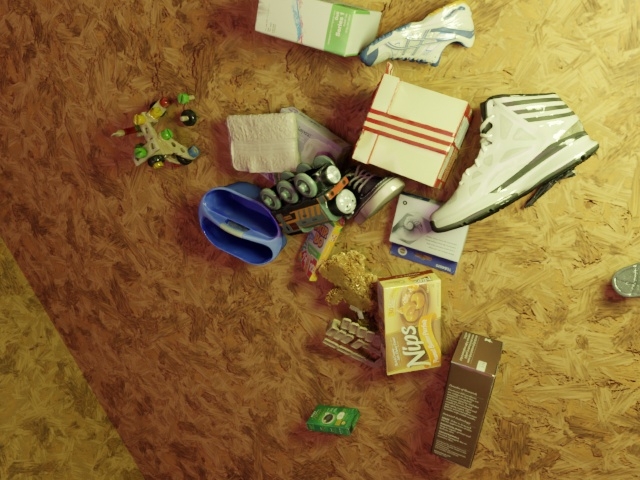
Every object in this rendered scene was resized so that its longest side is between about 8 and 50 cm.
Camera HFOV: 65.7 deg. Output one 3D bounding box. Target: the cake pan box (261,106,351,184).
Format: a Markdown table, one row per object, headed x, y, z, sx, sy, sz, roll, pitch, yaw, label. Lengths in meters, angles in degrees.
| x | y | z | sx | sy | sz | roll | pitch | yaw | label |
| --- | --- | --- | --- | --- | --- | --- | --- | --- | --- |
| -0.058 | -0.259 | 1.578 | 0.267 | 0.070 | 0.245 | 39 | 122 | 19 | cake pan box |

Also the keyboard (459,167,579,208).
| x | y | z | sx | sy | sz | roll | pitch | yaw | label |
| --- | --- | --- | --- | --- | --- | --- | --- | --- | --- |
| 0.546 | -0.191 | 1.332 | 0.201 | 0.033 | 0.317 | 48 | 125 | 10 | keyboard |

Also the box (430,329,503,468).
| x | y | z | sx | sy | sz | roll | pitch | yaw | label |
| --- | --- | --- | --- | --- | --- | --- | --- | --- | --- |
| 0.462 | 0.503 | 1.573 | 0.143 | 0.191 | 0.381 | 17 | 117 | 21 | box |

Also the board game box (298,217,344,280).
| x | y | z | sx | sy | sz | roll | pitch | yaw | label |
| --- | --- | --- | --- | --- | --- | --- | --- | --- | --- |
| 0.000 | 0.000 | 1.654 | 0.259 | 0.039 | 0.124 | -62 | 36 | 30 | board game box |

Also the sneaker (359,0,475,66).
| x | y | z | sx | sy | sz | roll | pitch | yaw | label |
| --- | --- | --- | --- | --- | --- | --- | --- | --- | --- |
| 0.251 | -0.500 | 1.284 | 0.297 | 0.112 | 0.130 | -18 | 108 | 20 | sneaker |

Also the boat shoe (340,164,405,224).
| x | y | z | sx | sy | sz | roll | pitch | yaw | label |
| --- | --- | --- | --- | --- | --- | --- | --- | --- | --- |
| 0.123 | -0.153 | 1.424 | 0.158 | 0.127 | 0.340 | 54 | 165 | 3 | boat shoe |

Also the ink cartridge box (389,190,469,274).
| x | y | z | sx | sy | sz | roll | pitch | yaw | label |
| --- | --- | --- | --- | --- | --- | --- | --- | --- | --- |
| 0.326 | -0.016 | 1.511 | 0.224 | 0.045 | 0.223 | 17 | 118 | 20 | ink cartridge box |

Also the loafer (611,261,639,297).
| x | y | z | sx | sy | sz | roll | pitch | yaw | label |
| --- | --- | --- | --- | --- | --- | --- | --- | --- | --- |
| 0.899 | 0.078 | 1.241 | 0.303 | 0.095 | 0.108 | -17 | 72 | 27 | loafer |

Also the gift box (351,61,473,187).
| x | y | z | sx | sy | sz | roll | pitch | yaw | label |
| --- | --- | --- | --- | --- | --- | --- | --- | --- | --- |
| 0.231 | -0.290 | 1.288 | 0.258 | 0.276 | 0.255 | 24 | 97 | 18 | gift box |

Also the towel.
| x | y | z | sx | sy | sz | roll | pitch | yaw | label |
| --- | --- | --- | --- | --- | --- | --- | --- | --- | --- |
| -0.187 | -0.311 | 1.580 | 0.282 | 0.049 | 0.187 | 6 | 110 | 34 | towel |

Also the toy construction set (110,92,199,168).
| x | y | z | sx | sy | sz | roll | pitch | yaw | label |
| --- | --- | --- | --- | --- | --- | --- | --- | --- | --- |
| -0.609 | -0.363 | 1.736 | 0.309 | 0.237 | 0.257 | 3 | 112 | 27 | toy construction set |

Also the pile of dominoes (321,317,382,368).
| x | y | z | sx | sy | sz | roll | pitch | yaw | label |
| --- | --- | --- | --- | --- | --- | --- | --- | --- | --- |
| 0.142 | 0.346 | 1.718 | 0.251 | 0.040 | 0.196 | 28 | 138 | -12 | pile of dominoes |

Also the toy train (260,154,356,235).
| x | y | z | sx | sy | sz | roll | pitch | yaw | label |
| --- | --- | --- | --- | --- | --- | --- | --- | --- | --- |
| -0.036 | -0.122 | 1.456 | 0.334 | 0.142 | 0.190 | -13 | 118 | 51 | toy train |

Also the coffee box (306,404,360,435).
| x | y | z | sx | sy | sz | roll | pitch | yaw | label |
| --- | --- | --- | --- | --- | --- | --- | --- | --- | --- |
| 0.049 | 0.692 | 1.917 | 0.184 | 0.113 | 0.040 | -5 | 111 | 28 | coffee box |

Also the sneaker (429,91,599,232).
| x | y | z | sx | sy | sz | roll | pitch | yaw | label |
| --- | --- | --- | --- | --- | --- | --- | --- | --- | --- |
| 0.442 | -0.215 | 1.297 | 0.448 | 0.169 | 0.257 | -33 | 78 | 27 | sneaker |

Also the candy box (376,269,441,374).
| x | y | z | sx | sy | sz | roll | pitch | yaw | label |
| --- | --- | --- | --- | --- | --- | --- | --- | --- | --- |
| 0.283 | 0.263 | 1.578 | 0.183 | 0.087 | 0.316 | -7 | 111 | -6 | candy box |

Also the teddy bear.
| x | y | z | sx | sy | sz | roll | pitch | yaw | label |
| --- | --- | --- | --- | --- | --- | --- | --- | --- | --- |
| 0.137 | 0.177 | 1.669 | 0.338 | 0.113 | 0.245 | 44 | 131 | -5 | teddy bear |

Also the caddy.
| x | y | z | sx | sy | sz | roll | pitch | yaw | label |
| --- | --- | --- | --- | --- | --- | --- | --- | --- | --- |
| -0.263 | -0.060 | 1.720 | 0.342 | 0.179 | 0.241 | 24 | 121 | 17 | caddy |

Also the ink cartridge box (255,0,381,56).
| x | y | z | sx | sy | sz | roll | pitch | yaw | label |
| --- | --- | --- | --- | --- | --- | --- | --- | --- | --- |
| -0.006 | -0.595 | 1.344 | 0.278 | 0.201 | 0.117 | 23 | 120 | 17 | ink cartridge box |
